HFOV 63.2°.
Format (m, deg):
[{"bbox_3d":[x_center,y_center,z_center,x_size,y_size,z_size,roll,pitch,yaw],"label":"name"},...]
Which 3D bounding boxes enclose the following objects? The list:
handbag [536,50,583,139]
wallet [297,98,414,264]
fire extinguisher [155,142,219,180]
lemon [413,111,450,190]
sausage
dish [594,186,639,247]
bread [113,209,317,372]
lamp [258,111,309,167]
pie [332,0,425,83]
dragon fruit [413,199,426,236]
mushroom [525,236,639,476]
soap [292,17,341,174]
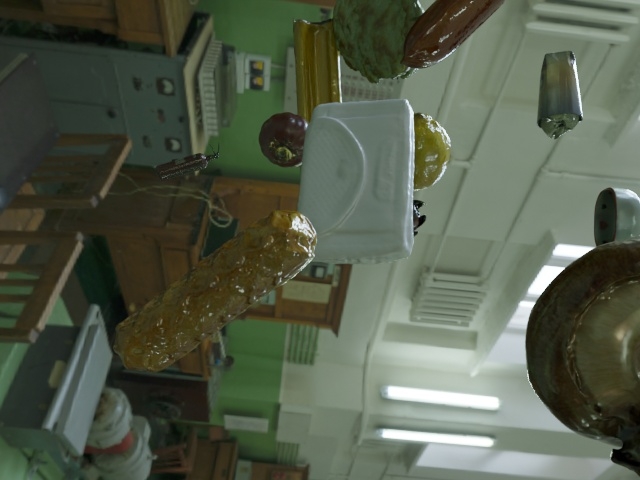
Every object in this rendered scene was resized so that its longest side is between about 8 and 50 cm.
[{"bbox_3d":[0.541,-0.324,1.177,0.117,0.095,0.173,13,79,-66],"label":"handbag"},{"bbox_3d":[0.037,-0.066,0.553,0.032,0.124,0.183,54,39,-68],"label":"wallet"},{"bbox_3d":[-0.197,-0.118,0.789,0.046,0.100,0.032,-179,-109,-81],"label":"fire extinguisher"},{"bbox_3d":[0.288,-0.264,1.573,0.204,0.204,0.260,-87,177,-52],"label":"lemon"},{"bbox_3d":[0.235,-0.372,0.790,0.300,0.083,0.089,-47,-168,-1],"label":"sausage"},{"bbox_3d":[1.095,-0.072,1.896,0.256,0.117,0.257,1,90,-79],"label":"dish"},{"bbox_3d":[-0.070,0.034,0.354,0.044,0.157,0.052,54,-1,23],"label":"bread"},{"bbox_3d":[-0.059,-0.175,0.914,0.090,0.101,0.101,-78,177,-48],"label":"lamp"},{"bbox_3d":[0.107,-0.394,0.939,0.248,0.089,0.201,59,-33,25],"label":"pie"},{"bbox_3d":[0.202,-0.060,1.520,0.188,0.182,0.183,-179,-85,-75],"label":"dragon fruit"},{"bbox_3d":[0.387,0.135,0.605,0.163,0.296,0.279,83,23,-76],"label":"mushroom"},{"bbox_3d":[-0.001,-0.289,1.128,0.204,0.096,0.325,-79,167,-87],"label":"soap"}]
